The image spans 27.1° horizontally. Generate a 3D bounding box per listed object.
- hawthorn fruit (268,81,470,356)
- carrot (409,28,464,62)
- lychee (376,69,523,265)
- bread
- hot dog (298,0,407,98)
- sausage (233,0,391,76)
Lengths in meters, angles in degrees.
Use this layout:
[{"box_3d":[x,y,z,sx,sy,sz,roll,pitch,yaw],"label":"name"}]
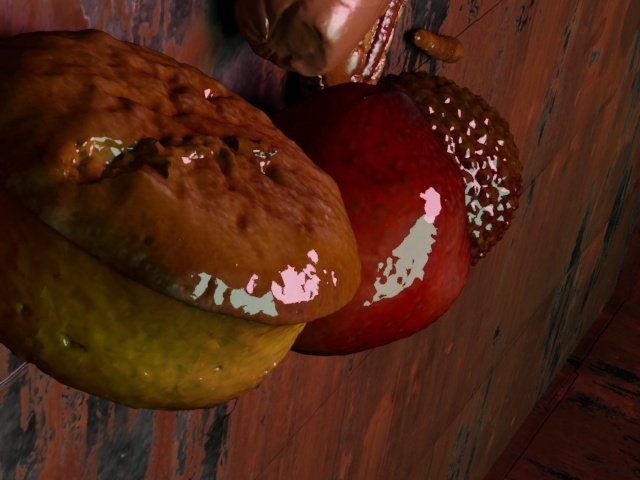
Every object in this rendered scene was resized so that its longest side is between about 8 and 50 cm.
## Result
[{"box_3d":[0.000,0.000,1.318,0.307,0.265,0.265,-32,145,-26],"label":"hawthorn fruit"},{"box_3d":[0.146,-0.250,1.703,0.165,0.036,0.035,-5,116,-64],"label":"carrot"},{"box_3d":[0.119,-0.080,1.555,0.236,0.236,0.271,-58,138,-23],"label":"lychee"},{"box_3d":[-0.126,-0.019,0.922,0.172,0.312,0.312,-57,164,22],"label":"bread"},{"box_3d":[0.052,-0.248,1.421,0.252,0.069,0.131,-66,159,-5],"label":"hot dog"},{"box_3d":[0.031,-0.279,1.267,0.304,0.121,0.121,-55,156,-31],"label":"sausage"}]
